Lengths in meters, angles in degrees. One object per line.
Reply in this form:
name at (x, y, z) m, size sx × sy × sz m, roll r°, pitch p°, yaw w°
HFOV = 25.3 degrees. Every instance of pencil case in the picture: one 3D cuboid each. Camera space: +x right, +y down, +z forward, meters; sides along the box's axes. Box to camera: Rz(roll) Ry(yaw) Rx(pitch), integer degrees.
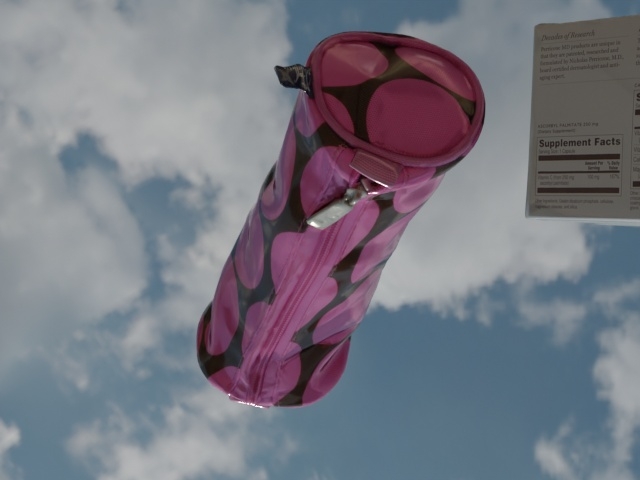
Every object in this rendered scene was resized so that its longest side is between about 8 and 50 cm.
pencil case at (0.000, 0.000, 0.675) m, size 0.095 × 0.209 × 0.098 m, roll 13°, pitch -133°, yaw -9°

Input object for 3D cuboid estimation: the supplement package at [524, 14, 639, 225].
supplement package at (0.309, -0.079, 0.987) m, size 0.262 × 0.204 × 0.145 m, roll 3°, pitch -89°, yaw 49°
